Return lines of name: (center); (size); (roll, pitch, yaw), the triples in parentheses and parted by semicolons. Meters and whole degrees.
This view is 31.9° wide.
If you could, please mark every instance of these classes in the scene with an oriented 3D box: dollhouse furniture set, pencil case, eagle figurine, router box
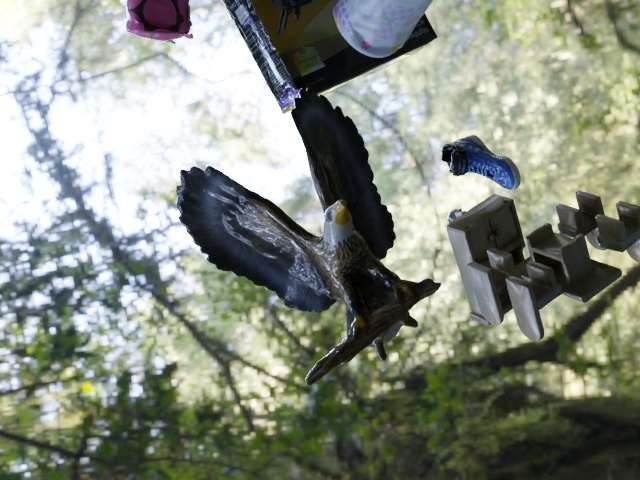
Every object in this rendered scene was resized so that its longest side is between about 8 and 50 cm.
dollhouse furniture set: (0.304, 0.050, 1.547); (0.212, 0.242, 0.161); (-32, -61, -22)
pencil case: (0.133, -0.387, 1.646); (0.124, 0.273, 0.113); (19, -128, -25)
eagle figurine: (0.003, -0.007, 1.344); (0.226, 0.225, 0.298); (-12, -127, -47)
pencil case: (-0.229, -0.395, 1.629); (0.095, 0.098, 0.209); (-32, -55, -85)
router box: (0.013, -0.379, 1.856); (0.309, 0.081, 0.243); (-29, -88, -31)

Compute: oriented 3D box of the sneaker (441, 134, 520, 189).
sneaker: (0.264, -0.124, 1.895); (0.084, 0.152, 0.058); (-18, -46, -25)

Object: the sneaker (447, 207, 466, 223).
sneaker: (0.287, 0.032, 2.055); (0.078, 0.106, 0.234); (37, -171, -48)
